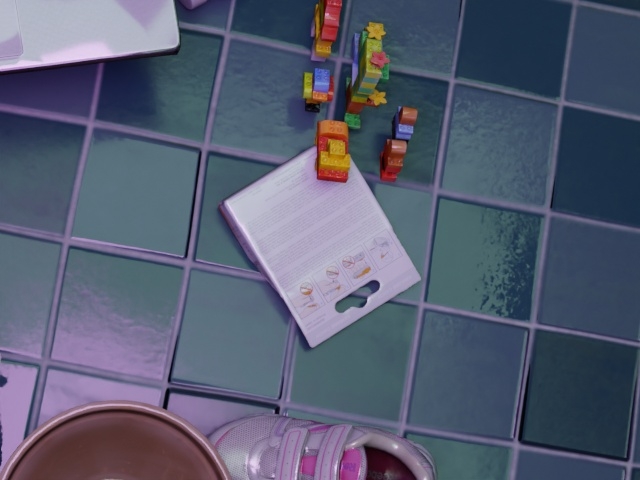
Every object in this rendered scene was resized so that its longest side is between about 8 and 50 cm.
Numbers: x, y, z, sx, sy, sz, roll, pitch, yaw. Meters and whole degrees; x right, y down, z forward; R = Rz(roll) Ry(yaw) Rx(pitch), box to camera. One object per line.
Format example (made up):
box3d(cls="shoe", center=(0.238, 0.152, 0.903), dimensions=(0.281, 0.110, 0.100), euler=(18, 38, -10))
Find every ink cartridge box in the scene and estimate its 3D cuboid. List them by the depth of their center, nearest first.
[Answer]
box3d(cls="ink cartridge box", center=(0.000, 0.000, 1.678), dimensions=(0.145, 0.045, 0.179), euler=(-32, 95, -14))

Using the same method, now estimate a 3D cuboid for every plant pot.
box3d(cls="plant pot", center=(-0.200, 0.276, 1.553), dimensions=(0.237, 0.110, 0.237), euler=(2, 79, -8))

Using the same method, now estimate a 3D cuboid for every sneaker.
box3d(cls="sneaker", center=(0.003, 0.222, 1.595), dimensions=(0.252, 0.111, 0.103), euler=(3, 79, -9))

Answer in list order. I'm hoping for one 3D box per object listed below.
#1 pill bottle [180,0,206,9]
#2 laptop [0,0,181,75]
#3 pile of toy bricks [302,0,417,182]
box3d(cls="pill bottle", center=(-0.096, -0.306, 1.692), dimensions=(0.137, 0.078, 0.078), euler=(-33, 86, -13))
box3d(cls="laptop", center=(-0.331, -0.366, 1.415), dimensions=(0.382, 0.236, 0.408), euler=(-8, 84, -11))
box3d(cls="pile of toy bricks", center=(0.045, -0.167, 1.649), dimensions=(0.118, 0.105, 0.212), euler=(6, 60, -11))
